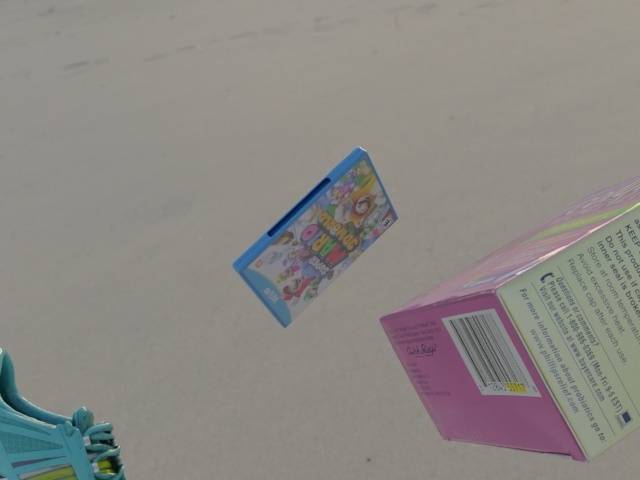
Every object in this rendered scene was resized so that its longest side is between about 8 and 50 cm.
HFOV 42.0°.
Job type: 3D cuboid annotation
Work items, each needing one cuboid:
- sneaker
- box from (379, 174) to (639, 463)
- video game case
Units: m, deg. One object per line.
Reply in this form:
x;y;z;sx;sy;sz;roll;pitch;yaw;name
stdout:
-0.199;0.192;0.661;0.110;0.275;0.107;-52;-6;-11;sneaker
0.200;0.042;0.614;0.243;0.117;0.213;-27;-2;-17;box
0.000;0.000;0.821;0.166;0.119;0.015;-43;53;-9;video game case
